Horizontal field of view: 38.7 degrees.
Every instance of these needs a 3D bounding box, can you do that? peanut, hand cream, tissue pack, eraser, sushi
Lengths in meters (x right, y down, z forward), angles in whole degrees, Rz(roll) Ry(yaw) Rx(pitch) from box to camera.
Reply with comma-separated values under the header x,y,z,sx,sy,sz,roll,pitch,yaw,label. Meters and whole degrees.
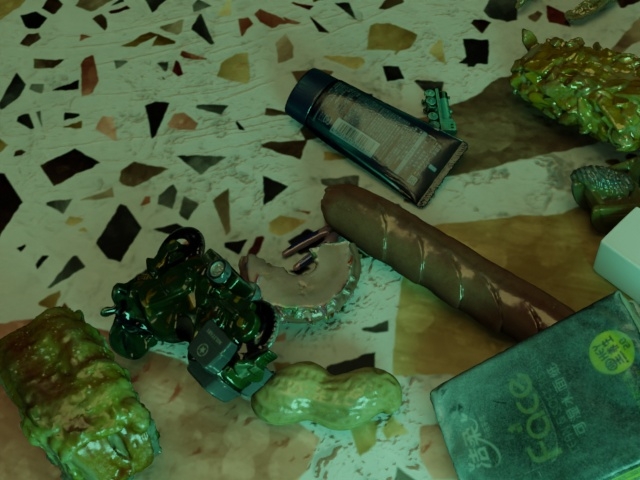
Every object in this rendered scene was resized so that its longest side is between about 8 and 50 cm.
x,y,z,sx,sy,sz,roll,pitch,yaw,label
0.007,0.192,1.125,0.187,0.082,0.082,2,59,8,peanut
0.074,-0.161,1.347,0.270,0.061,0.120,33,78,21,hand cream
0.270,0.200,1.026,0.257,0.081,0.185,-33,54,21,tissue pack
0.487,0.083,1.132,0.076,0.078,0.298,-41,62,-17,eraser
-0.298,0.190,1.106,0.139,0.184,0.274,-30,55,-17,sushi

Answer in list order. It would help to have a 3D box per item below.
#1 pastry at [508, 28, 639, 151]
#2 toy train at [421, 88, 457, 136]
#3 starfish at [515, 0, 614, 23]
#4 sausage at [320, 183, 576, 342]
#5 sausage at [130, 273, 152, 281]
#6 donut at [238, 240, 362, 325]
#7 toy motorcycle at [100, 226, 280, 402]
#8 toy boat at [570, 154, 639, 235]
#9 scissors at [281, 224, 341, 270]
x,y,z,sx,sy,sz,roll,pitch,yaw,label
0.390,-0.225,1.312,0.154,0.102,0.250,-36,51,-17,pastry
0.178,-0.192,1.372,0.045,0.029,0.092,-1,57,-3,toy train
0.441,-0.492,1.507,0.299,0.060,0.302,-15,63,5,starfish
0.177,0.043,1.192,0.433,0.088,0.088,33,67,23,sausage
-0.170,0.076,1.247,0.198,0.028,0.025,14,85,15,sausage
-0.020,0.065,1.209,0.166,0.065,0.117,-9,59,-4,donut
-0.165,0.103,1.142,0.187,0.125,0.274,-49,48,-3,toy motorcycle
0.496,-0.102,1.224,0.321,0.121,0.089,-17,52,-3,toy boat
0.000,0.000,1.282,0.113,0.012,0.039,-35,61,-14,scissors
